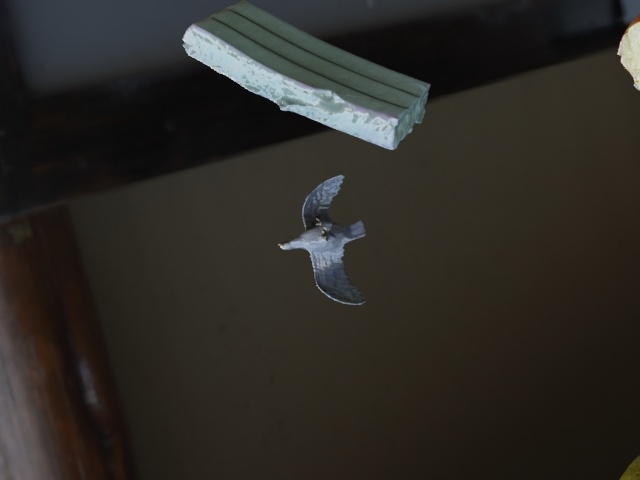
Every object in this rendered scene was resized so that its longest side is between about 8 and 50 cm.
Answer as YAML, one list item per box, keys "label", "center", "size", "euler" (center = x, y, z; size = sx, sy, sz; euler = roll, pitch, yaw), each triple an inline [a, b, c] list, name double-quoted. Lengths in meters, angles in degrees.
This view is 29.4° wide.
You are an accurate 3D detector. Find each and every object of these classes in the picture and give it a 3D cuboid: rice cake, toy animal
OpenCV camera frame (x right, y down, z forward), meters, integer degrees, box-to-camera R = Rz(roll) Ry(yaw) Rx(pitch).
- label: "rice cake"
  center: [-0.011, -0.167, 1.216]
  size: [0.237, 0.043, 0.127]
  euler: [27, -147, 10]
- label: "toy animal"
  center: [0.000, -0.001, 0.725]
  size: [0.050, 0.084, 0.028]
  euler: [5, 155, -28]

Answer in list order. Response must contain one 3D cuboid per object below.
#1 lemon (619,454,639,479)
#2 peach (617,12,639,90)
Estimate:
- label: "lemon"
  center: [0.366, 0.269, 1.114]
  size: [0.184, 0.184, 0.248]
  euler: [-9, 147, 38]
- label: "peach"
  center: [0.380, -0.195, 1.201]
  size: [0.118, 0.151, 0.151]
  euler: [-57, -157, -18]
